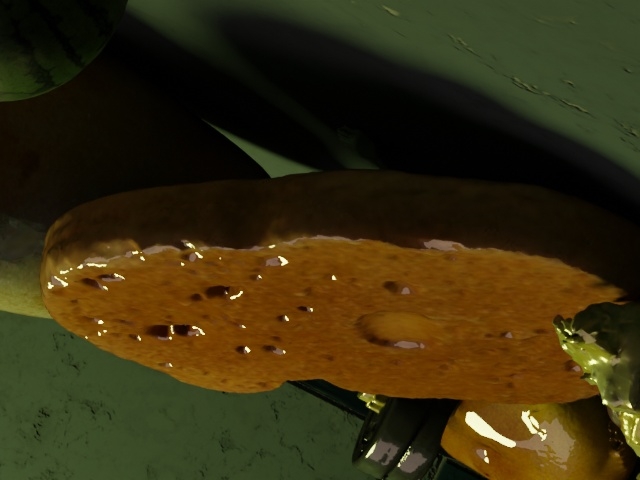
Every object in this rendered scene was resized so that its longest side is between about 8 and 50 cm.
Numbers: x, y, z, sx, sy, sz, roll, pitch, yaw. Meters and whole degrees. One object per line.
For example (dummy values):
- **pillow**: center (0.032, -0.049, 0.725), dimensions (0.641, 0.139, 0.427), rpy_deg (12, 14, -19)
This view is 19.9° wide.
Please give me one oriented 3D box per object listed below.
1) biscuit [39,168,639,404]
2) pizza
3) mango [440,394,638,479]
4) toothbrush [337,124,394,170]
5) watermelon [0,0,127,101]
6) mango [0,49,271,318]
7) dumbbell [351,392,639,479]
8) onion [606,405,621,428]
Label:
- **biscuit**: center (0.033, 0.034, 1.226), dimensions (0.455, 0.078, 0.350), rpy_deg (2, 163, 14)
- **pizza**: center (0.245, 0.106, 1.151), dimensions (0.288, 0.075, 0.280), rpy_deg (22, 158, -31)
- **mango**: center (0.223, 0.171, 1.718), dimensions (0.166, 0.136, 0.236), rpy_deg (36, 161, 12)
- **toothbrush**: center (0.056, -0.038, 1.320), dimensions (0.019, 0.016, 0.219), rpy_deg (23, 172, 27)
- **watermelon**: center (-0.166, -0.137, 0.943), dimensions (0.141, 0.140, 0.187), rpy_deg (25, 171, 8)
- **mango**: center (-0.191, -0.042, 1.381), dimensions (0.384, 0.221, 0.199), rpy_deg (14, -146, -23)
- **dumbbell**: center (0.196, 0.225, 1.973), dimensions (0.388, 0.185, 0.185), rpy_deg (26, 172, -3)
- **onion**: center (0.269, 0.114, 1.392), dimensions (0.107, 0.097, 0.107), rpy_deg (-4, 165, -1)
